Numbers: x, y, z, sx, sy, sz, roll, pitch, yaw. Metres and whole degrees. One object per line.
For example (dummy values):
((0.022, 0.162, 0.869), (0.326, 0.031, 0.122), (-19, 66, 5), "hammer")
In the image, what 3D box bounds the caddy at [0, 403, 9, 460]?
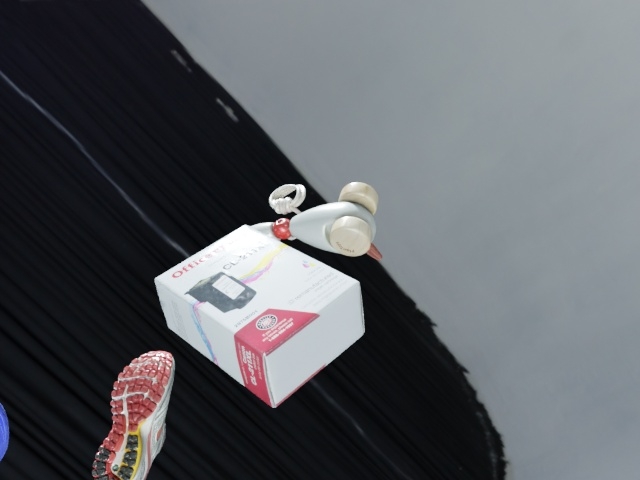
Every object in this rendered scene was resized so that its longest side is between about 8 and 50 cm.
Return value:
((-0.571, 0.252, 0.773), (0.341, 0.179, 0.241), (83, -154, -49), "caddy")

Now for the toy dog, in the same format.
((0.000, 0.000, 1.304), (0.334, 0.161, 0.220), (4, 46, 45), "toy dog")

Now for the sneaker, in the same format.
((-0.290, 0.287, 0.982), (0.093, 0.088, 0.225), (63, -139, -65), "sneaker")

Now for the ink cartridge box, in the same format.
((-0.063, 0.066, 0.618), (0.175, 0.072, 0.127), (25, 46, 38), "ink cartridge box")
